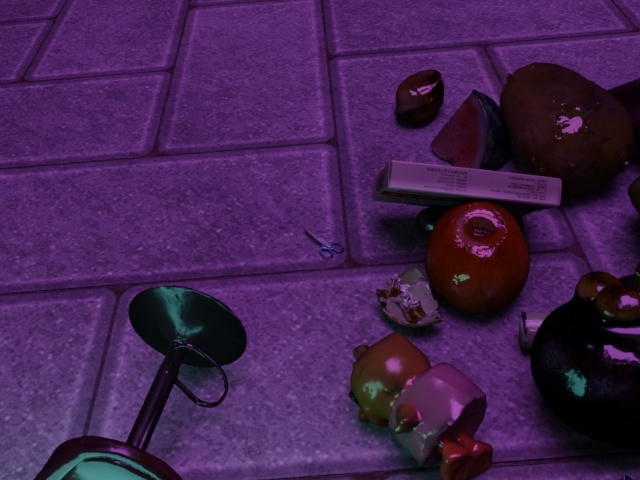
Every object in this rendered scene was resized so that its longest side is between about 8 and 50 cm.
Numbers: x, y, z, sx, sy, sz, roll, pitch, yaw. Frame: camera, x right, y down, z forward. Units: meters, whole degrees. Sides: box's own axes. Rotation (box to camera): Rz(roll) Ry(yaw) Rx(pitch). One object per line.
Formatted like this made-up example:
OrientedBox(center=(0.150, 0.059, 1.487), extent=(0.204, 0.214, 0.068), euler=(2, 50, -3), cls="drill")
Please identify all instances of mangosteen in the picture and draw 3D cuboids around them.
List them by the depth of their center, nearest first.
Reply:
OrientedBox(center=(0.485, 0.175, 1.151), extent=(0.275, 0.302, 0.275), euler=(10, 18, -3), cls="mangosteen")

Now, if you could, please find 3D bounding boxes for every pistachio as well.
OrientedBox(center=(0.280, -0.403, 1.988), extent=(0.165, 0.130, 0.210), euler=(-27, 23, 42), cls="pistachio")

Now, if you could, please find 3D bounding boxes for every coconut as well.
OrientedBox(center=(0.177, 0.122, 1.432), extent=(0.133, 0.055, 0.158), euler=(-1, 39, 6), cls="coconut")

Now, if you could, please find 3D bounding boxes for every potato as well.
OrientedBox(center=(0.576, -0.278, 1.700), extent=(0.270, 0.219, 0.359), euler=(-7, 52, -15), cls="potato")

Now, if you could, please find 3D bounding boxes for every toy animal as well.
OrientedBox(center=(0.153, 0.262, 1.194), extent=(0.281, 0.169, 0.195), euler=(28, 8, 39), cls="toy animal")

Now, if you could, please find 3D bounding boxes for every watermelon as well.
OrientedBox(center=(0.266, -0.037, 1.594), extent=(0.111, 0.078, 0.078), euler=(8, 42, 8), cls="watermelon")
OrientedBox(center=(0.373, -0.262, 1.791), extent=(0.202, 0.207, 0.136), euler=(-17, 13, 10), cls="watermelon")

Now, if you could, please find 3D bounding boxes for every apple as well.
OrientedBox(center=(0.314, 0.027, 1.439), extent=(0.210, 0.173, 0.235), euler=(-12, 42, -8), cls="apple")

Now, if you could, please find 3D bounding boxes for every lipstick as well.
OrientedBox(center=(0.521, 0.172, 1.325), extent=(0.304, 0.076, 0.076), euler=(1, 41, 7), cls="lipstick")

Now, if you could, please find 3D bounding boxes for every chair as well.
OrientedBox(center=(-0.282, 0.288, 1.168), extent=(0.227, 0.226, 0.401), euler=(6, 43, 12), cls="chair")

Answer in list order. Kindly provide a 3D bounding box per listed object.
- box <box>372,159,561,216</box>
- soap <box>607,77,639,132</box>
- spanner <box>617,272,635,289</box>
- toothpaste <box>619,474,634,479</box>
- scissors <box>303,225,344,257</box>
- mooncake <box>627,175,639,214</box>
OrientedBox(center=(0.301, -0.107, 1.535), extent=(0.353, 0.069, 0.214), euler=(4, -4, -5), cls="box")
OrientedBox(center=(0.822, -0.331, 1.695), extent=(0.233, 0.128, 0.359), euler=(-14, 2, -11), cls="soap")
OrientedBox(center=(0.642, 0.079, 1.412), extent=(0.325, 0.040, 0.096), euler=(-17, 14, -30), cls="spanner")
OrientedBox(center=(0.500, 0.394, 1.111), extent=(0.083, 0.019, 0.027), euler=(29, 75, 35), cls="toothpaste")
OrientedBox(center=(0.000, 0.000, 1.625), extent=(0.058, 0.014, 0.119), euler=(-27, 48, -29), cls="scissors")
OrientedBox(center=(0.794, -0.142, 1.425), extent=(0.378, 0.378, 0.200), euler=(-30, 80, -26), cls="mooncake")
